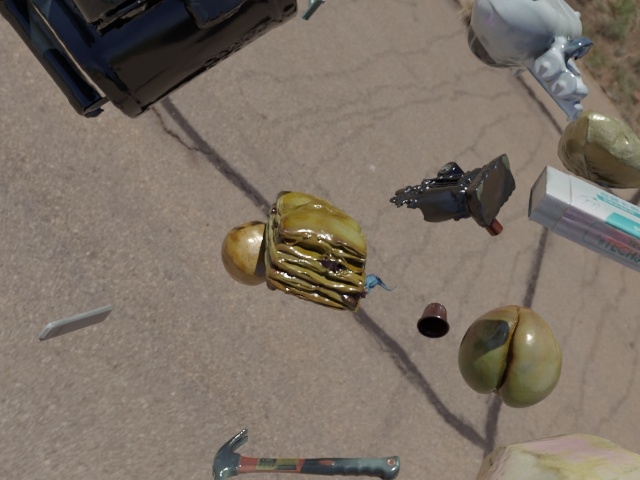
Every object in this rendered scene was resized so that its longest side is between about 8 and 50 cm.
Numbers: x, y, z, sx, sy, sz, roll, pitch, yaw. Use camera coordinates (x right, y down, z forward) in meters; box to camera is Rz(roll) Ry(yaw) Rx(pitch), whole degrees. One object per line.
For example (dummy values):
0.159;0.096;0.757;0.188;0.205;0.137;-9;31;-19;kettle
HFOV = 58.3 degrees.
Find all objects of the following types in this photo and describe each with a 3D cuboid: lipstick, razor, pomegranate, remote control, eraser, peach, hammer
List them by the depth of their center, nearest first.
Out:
0.392;-0.018;0.763;0.225;0.052;0.095;27;37;5;eraser
-0.023;0.345;0.876;0.287;0.033;0.111;1;36;2;hammer
0.011;-0.574;1.322;0.037;0.068;0.191;43;48;-14;razor
-0.709;0.235;1.672;0.029;0.067;0.261;45;17;10;remote control
0.556;0.335;1.683;0.247;0.292;0.292;47;32;-51;peach
-0.200;0.039;1.750;0.207;0.207;0.207;22;50;-29;pomegranate
0.481;-0.125;1.825;0.300;0.081;0.081;46;42;-22;lipstick

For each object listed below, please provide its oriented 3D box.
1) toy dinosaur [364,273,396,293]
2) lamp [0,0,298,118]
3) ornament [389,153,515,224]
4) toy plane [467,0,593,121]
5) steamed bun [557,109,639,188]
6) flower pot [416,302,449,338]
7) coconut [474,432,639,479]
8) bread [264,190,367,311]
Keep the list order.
0.177;0.155;2.087;0.080;0.197;0.045;-56;147;-38;toy dinosaur
-0.155;-0.267;0.572;0.272;0.374;0.205;-39;115;-18;lamp
0.324;-0.124;1.439;0.251;0.260;0.106;-39;120;-41;ornament
0.275;-0.278;0.766;0.266;0.122;0.267;33;37;-29;toy plane
0.614;-0.174;1.229;0.212;0.110;0.231;26;1;17;steamed bun
0.386;0.264;1.952;0.111;0.111;0.089;38;39;-15;flower pot
0.241;0.278;0.508;0.236;0.197;0.237;4;21;-2;coconut
0.000;0.000;1.616;0.314;0.192;0.370;17;39;-9;bread
